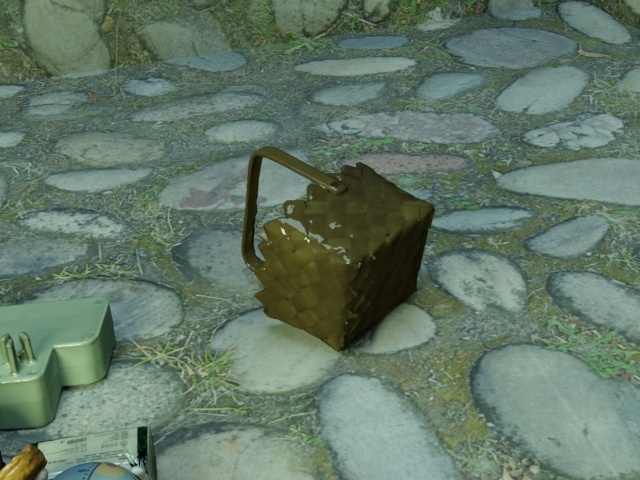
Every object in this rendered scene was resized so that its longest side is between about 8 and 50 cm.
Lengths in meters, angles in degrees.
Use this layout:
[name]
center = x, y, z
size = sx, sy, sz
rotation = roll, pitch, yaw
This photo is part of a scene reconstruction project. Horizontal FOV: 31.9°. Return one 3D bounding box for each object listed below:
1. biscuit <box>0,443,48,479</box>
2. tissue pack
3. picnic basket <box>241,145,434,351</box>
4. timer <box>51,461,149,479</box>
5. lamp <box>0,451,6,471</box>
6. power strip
[biscuit]
center = -0.409, 0.337, 1.352
size = 0.049, 0.324, 0.205
rotation = 43, 42, 1
[tissue pack]
center = -0.312, 0.320, 1.537
size = 0.170, 0.090, 0.103
rotation = -8, 28, -4
[picnic basket]
center = 0.000, 0.000, 1.923
size = 0.321, 0.254, 0.291
rotation = 28, 40, 29
[timer]
center = -0.232, 0.345, 1.397
size = 0.255, 0.175, 0.175
rotation = -12, 28, -8
[lamp]
center = -0.558, 0.302, 1.530
size = 0.258, 0.180, 0.180
rotation = 2, 28, 17
[power strip]
center = -0.464, 0.171, 1.796
size = 0.229, 0.141, 0.261
rotation = -5, 25, 1
